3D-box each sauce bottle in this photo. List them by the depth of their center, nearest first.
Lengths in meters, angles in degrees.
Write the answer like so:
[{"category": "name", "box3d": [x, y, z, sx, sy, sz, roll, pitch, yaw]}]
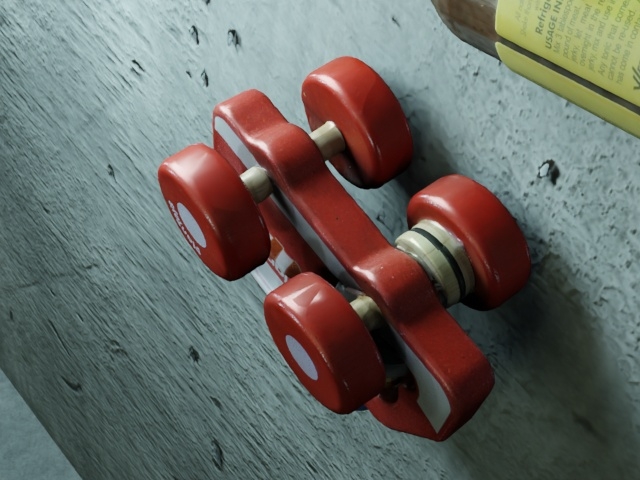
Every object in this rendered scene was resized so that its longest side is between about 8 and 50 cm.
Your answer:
[{"category": "sauce bottle", "box3d": [0.132, -0.127, 0.488, 0.344, 0.111, 0.111, 38, 144, 33]}]

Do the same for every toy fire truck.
[{"category": "toy fire truck", "box3d": [0.012, 0.027, 0.772, 0.302, 0.169, 0.254, 50, 161, 18]}]
